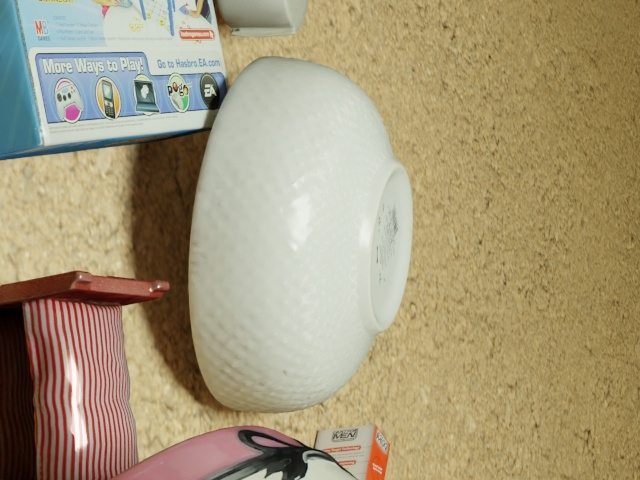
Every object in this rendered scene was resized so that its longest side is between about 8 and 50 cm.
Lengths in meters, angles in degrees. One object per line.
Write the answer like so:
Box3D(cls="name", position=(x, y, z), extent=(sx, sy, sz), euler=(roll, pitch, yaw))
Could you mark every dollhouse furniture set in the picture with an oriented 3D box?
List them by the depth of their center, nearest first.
Box3D(cls="dollhouse furniture set", position=(-0.247, 0.125, 0.938), extent=(0.374, 0.152, 0.201), euler=(7, 75, -63))

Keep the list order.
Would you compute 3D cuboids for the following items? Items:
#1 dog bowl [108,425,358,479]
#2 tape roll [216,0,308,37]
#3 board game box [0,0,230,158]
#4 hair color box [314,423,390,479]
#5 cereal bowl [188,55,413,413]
Box3D(cls="dog bowl", position=(-0.102, 0.288, 0.959), extent=(0.150, 0.408, 0.408), euler=(44, 14, 24))
Box3D(cls="tape roll", position=(-0.053, -0.397, 1.454), extent=(0.392, 0.072, 0.391), euler=(1, 90, -85))
Box3D(cls="board game box", position=(-0.203, -0.227, 1.229), extent=(0.308, 0.086, 0.301), euler=(-15, 95, -64))
Box3D(cls="hair color box", position=(0.024, 0.262, 1.542), extent=(0.043, 0.072, 0.141), euler=(55, 36, -41))
Box3D(cls="cereal bowl", position=(0.000, 0.000, 1.405), extent=(0.339, 0.141, 0.338), euler=(6, 90, -73))
